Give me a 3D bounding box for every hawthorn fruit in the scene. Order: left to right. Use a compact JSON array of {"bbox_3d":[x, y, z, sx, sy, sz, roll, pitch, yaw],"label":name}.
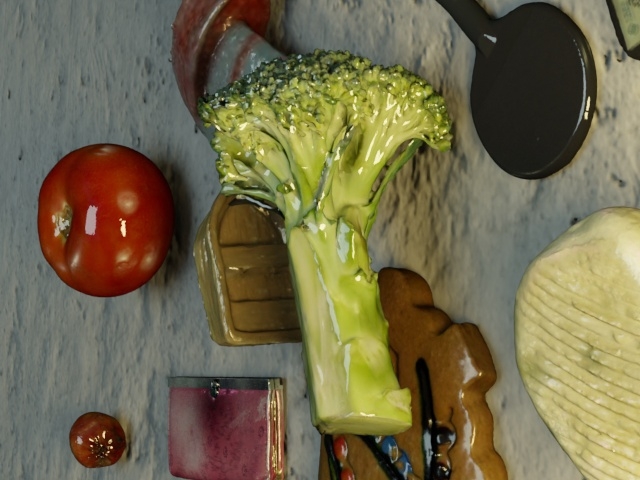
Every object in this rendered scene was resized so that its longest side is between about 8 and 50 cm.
[{"bbox_3d":[-0.281,0.249,2.034,0.077,0.077,0.077,-4,85,56],"label":"hawthorn fruit"}]

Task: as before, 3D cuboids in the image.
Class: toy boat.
[{"bbox_3d":[-0.072,0.020,1.694,0.061,0.116,0.188,-29,65,59],"label":"toy boat"},{"bbox_3d":[-0.051,-0.158,1.721,0.282,0.096,0.206,35,122,37],"label":"toy boat"}]

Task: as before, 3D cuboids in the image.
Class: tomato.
[{"bbox_3d":[-0.253,-0.024,1.945,0.195,0.136,0.195,0,89,54],"label":"tomato"}]

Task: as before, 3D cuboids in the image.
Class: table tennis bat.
[{"bbox_3d":[0.165,-0.156,1.431,0.236,0.027,0.150,58,134,38],"label":"table tennis bat"}]

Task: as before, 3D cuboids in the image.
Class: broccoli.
[{"bbox_3d":[0.015,-0.010,1.466,0.252,0.221,0.361,-53,48,38],"label":"broccoli"}]

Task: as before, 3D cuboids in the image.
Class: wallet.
[{"bbox_3d":[-0.110,0.212,1.820,0.232,0.025,0.119,-7,83,57],"label":"wallet"}]

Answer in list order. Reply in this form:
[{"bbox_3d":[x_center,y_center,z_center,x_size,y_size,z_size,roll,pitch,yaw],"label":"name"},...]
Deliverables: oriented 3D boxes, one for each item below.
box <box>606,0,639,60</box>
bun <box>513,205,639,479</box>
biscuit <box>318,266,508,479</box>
[{"bbox_3d":[0.272,-0.327,1.254,0.211,0.058,0.350,-40,57,50],"label":"box"},{"bbox_3d":[0.245,0.086,1.220,0.210,0.116,0.237,9,111,53],"label":"bun"},{"bbox_3d":[0.070,0.191,1.537,0.301,0.043,0.278,-57,45,38],"label":"biscuit"}]
